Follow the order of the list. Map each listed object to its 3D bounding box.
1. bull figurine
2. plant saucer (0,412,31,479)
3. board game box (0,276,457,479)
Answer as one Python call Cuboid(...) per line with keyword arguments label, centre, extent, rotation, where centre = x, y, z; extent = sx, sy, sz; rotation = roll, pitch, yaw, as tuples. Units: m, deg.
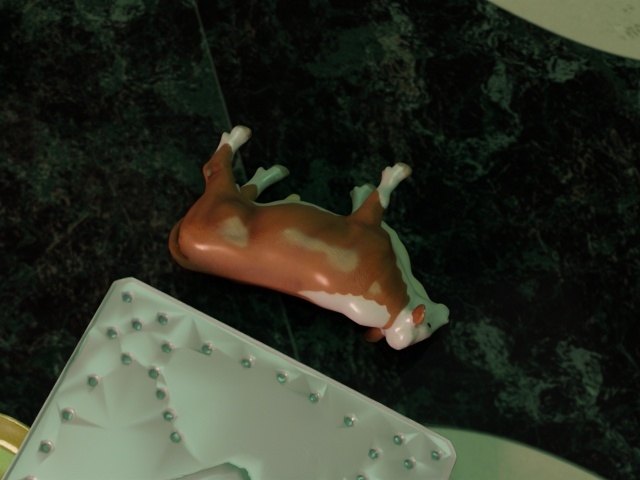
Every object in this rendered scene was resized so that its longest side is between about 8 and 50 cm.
Cuboid(label="bull figurine", centre=(0.000, 0.000, 1.636), extent=(0.310, 0.101, 0.188), rotation=(16, 59, -2))
Cuboid(label="plant saucer", centre=(-0.355, 0.280, 1.487), extent=(0.240, 0.037, 0.241), rotation=(3, 64, -7))
Cuboid(label="board game box", centre=(-0.111, 0.283, 1.484), extent=(0.390, 0.050, 0.390), rotation=(27, 64, -1))
